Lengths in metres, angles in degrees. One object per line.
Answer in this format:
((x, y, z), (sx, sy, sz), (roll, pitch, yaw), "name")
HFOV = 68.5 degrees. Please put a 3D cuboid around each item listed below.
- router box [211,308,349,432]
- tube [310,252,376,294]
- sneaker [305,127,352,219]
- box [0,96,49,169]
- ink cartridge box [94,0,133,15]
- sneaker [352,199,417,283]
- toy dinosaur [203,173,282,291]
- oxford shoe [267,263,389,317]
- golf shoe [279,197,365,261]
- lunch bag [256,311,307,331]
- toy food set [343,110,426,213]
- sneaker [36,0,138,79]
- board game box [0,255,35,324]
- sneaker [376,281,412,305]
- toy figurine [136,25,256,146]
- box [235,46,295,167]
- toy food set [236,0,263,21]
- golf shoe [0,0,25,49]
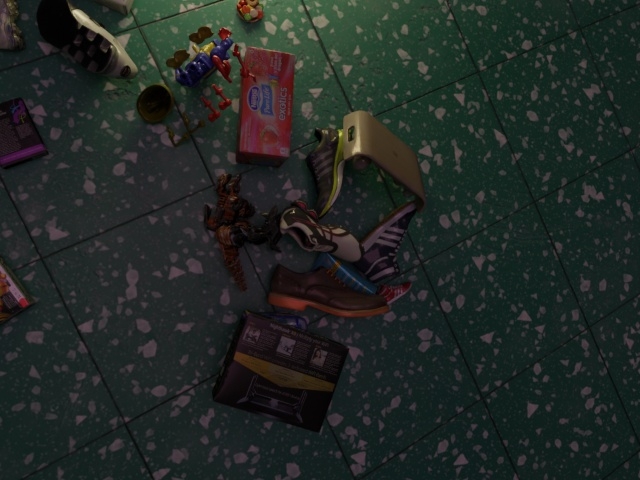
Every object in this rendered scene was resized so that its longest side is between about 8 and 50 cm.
((-0.106, 0.353, 1.278), (0.308, 0.081, 0.243), (23, 83, -15), "router box")
((0.075, 0.111, 1.449), (0.207, 0.052, 0.080), (32, 104, -10), "tube")
((0.007, -0.208, 1.432), (0.121, 0.111, 0.300), (14, 76, -7), "sneaker")
((-0.814, -0.284, 1.243), (0.116, 0.029, 0.162), (-24, 94, -16), "box")
((-0.633, -0.802, 1.310), (0.274, 0.060, 0.239), (20, 81, -13), "ink cartridge box")
((0.228, 0.011, 1.470), (0.282, 0.099, 0.153), (-41, 92, -7), "sneaker")
((-0.223, -0.029, 1.352), (0.218, 0.164, 0.322), (-3, 106, -1), "toy dinosaur")
((0.033, 0.146, 1.379), (0.363, 0.130, 0.133), (9, 89, -10), "oxford shoe")
((0.000, 0.000, 1.357), (0.272, 0.105, 0.120), (31, 44, -8), "golf shoe")
((-0.126, 0.319, 1.363), (0.175, 0.090, 0.219), (8, 85, -17), "lunch bag")
((0.192, -0.233, 1.413), (0.306, 0.092, 0.220), (32, 39, -27), "toy food set")
((-0.631, -0.538, 1.276), (0.330, 0.146, 0.122), (44, 103, 13), "sneaker")
((-0.904, 0.092, 1.181), (0.192, 0.053, 0.305), (-35, 96, -14), "board game box")
((0.233, 0.151, 1.493), (0.118, 0.042, 0.067), (-35, 99, -12), "sneaker")
((-0.330, -0.460, 1.339), (0.362, 0.217, 0.191), (-32, 116, 28), "toy figurine")
((-0.163, -0.378, 1.364), (0.141, 0.154, 0.300), (4, 87, -15), "box")
((-0.214, -0.708, 1.437), (0.083, 0.020, 0.083), (-36, 96, -15), "toy food set")
((-0.844, -0.591, 1.237), (0.085, 0.069, 0.177), (-8, 88, -10), "golf shoe")
